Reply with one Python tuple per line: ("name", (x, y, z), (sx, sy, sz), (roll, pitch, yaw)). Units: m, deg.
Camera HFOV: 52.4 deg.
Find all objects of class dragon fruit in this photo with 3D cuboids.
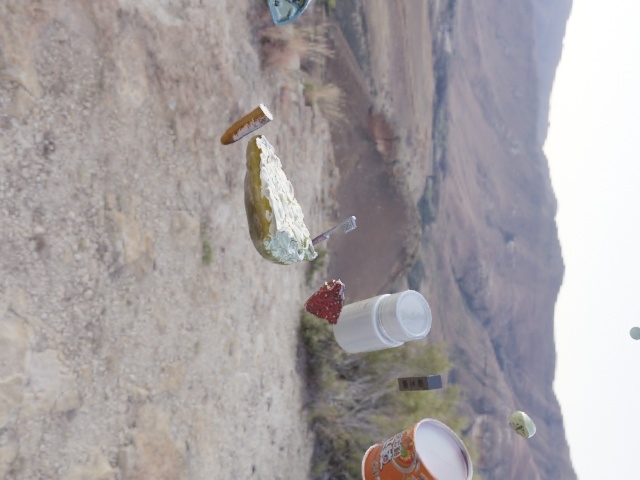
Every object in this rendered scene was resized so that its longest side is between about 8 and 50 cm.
("dragon fruit", (0.023, 0.131, 1.583), (0.063, 0.097, 0.131), (-43, 157, -49))

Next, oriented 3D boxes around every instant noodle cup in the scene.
("instant noodle cup", (0.264, 0.602, 1.712), (0.192, 0.250, 0.250), (-49, -173, 31))

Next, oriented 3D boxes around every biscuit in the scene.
("biscuit", (-0.084, -0.047, 1.368), (0.329, 0.078, 0.335), (-97, 165, -47))

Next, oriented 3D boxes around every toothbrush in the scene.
("toothbrush", (0.000, 0.000, 1.741), (0.354, 0.024, 0.029), (-29, -110, 57))

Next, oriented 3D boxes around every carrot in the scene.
("carrot", (-0.182, -0.269, 1.538), (0.048, 0.139, 0.048), (55, 14, -20))

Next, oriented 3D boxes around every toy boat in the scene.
("toy boat", (-0.084, -0.712, 1.767), (0.133, 0.145, 0.332), (-45, 172, -25))

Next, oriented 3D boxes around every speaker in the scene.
("speaker", (0.287, 0.413, 1.884), (0.191, 0.046, 0.040), (144, -60, -67))

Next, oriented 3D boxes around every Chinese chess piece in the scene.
("Chinese chess piece", (0.608, 0.554, 1.960), (0.034, 0.084, 0.084), (-33, 138, -20))

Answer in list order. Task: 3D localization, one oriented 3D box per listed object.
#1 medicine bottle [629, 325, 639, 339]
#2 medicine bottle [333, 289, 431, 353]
("medicine bottle", (1.069, 0.310, 2.184), (0.083, 0.047, 0.047), (6, 86, -54))
("medicine bottle", (0.159, 0.215, 1.707), (0.145, 0.252, 0.144), (12, 69, -32))
